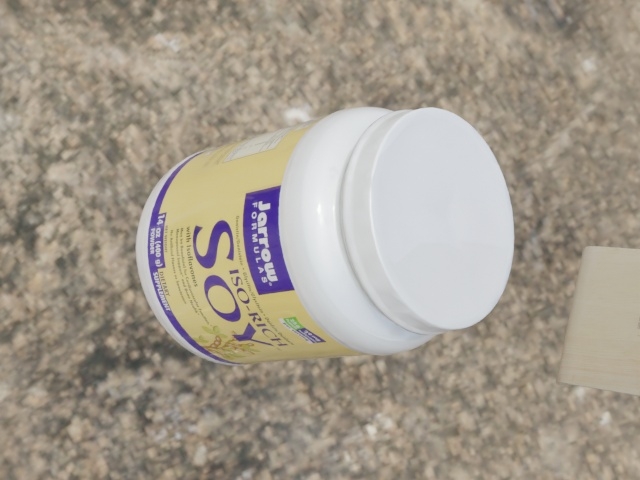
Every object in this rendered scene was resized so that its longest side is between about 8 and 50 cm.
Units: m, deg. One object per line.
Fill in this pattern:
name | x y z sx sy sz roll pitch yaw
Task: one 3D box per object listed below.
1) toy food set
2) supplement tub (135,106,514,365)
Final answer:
toy food set | 0.504 0.132 1.659 0.092 0.306 0.219 24 76 -45
supplement tub | 0.000 0.000 1.115 0.241 0.331 0.241 10 76 -43
